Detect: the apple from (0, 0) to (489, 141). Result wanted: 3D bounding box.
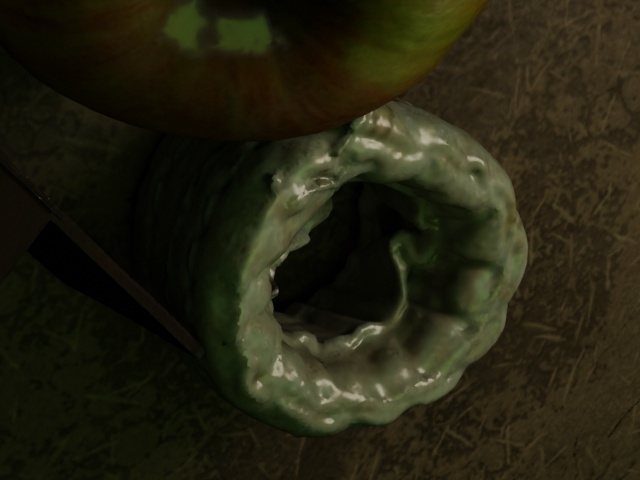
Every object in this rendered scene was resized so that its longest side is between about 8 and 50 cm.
[{"bbox_3d":[-0.054,-0.264,1.094,0.400,0.334,0.400,-1,137,-1],"label":"apple"}]

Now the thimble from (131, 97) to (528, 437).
[{"bbox_3d":[0.000,0.000,1.347,0.291,0.195,0.292,-12,114,-29],"label":"thimble"}]

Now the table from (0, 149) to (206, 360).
[{"bbox_3d":[-0.275,0.074,1.178,0.251,0.196,0.282,-56,137,-13],"label":"table"}]
